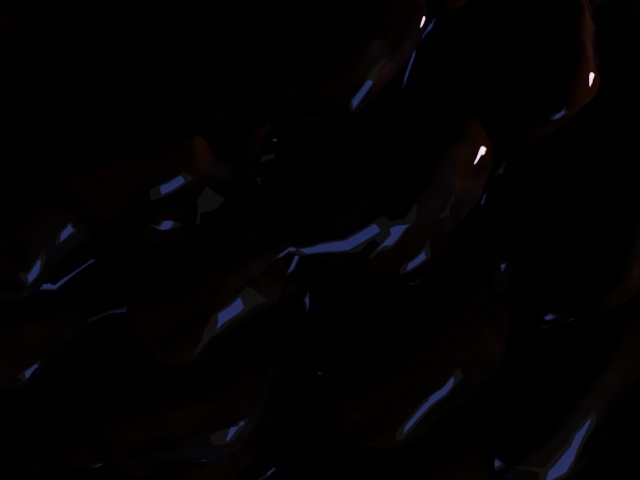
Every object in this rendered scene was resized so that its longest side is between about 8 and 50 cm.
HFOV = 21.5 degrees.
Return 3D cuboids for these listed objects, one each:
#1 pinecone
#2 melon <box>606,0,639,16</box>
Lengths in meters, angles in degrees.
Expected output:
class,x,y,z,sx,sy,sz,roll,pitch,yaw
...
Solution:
class,x,y,z,sx,sy,sz,roll,pitch,yaw
pinecone,0.000,0.000,0.435,0.224,0.224,0.272,-33,127,11
melon,0.298,-0.021,0.515,0.331,0.343,0.226,8,132,-43
